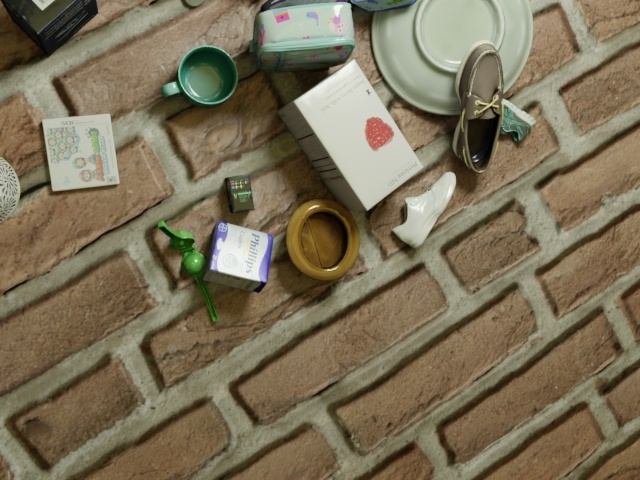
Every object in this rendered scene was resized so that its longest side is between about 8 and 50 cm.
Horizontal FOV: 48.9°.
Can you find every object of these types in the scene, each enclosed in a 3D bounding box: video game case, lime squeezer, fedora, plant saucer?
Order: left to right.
[{"bbox_3d":[-0.525,-0.193,1.548,0.143,0.019,0.157,-8,95,-15],"label":"video game case"},{"bbox_3d":[-0.289,0.045,1.585,0.058,0.110,0.310,-29,130,-11],"label":"lime squeezer"},{"bbox_3d":[0.000,0.000,1.674,0.194,0.079,0.195,1,86,-15],"label":"fedora"},{"bbox_3d":[0.324,-0.504,1.686,0.400,0.100,0.401,0,98,-3],"label":"plant saucer"}]

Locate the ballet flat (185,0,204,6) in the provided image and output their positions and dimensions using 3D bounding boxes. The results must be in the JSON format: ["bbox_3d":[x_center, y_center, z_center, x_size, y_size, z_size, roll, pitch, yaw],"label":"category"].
[{"bbox_3d":[-0.247,-0.629,1.582,0.072,0.068,0.213,30,85,-15],"label":"ballet flat"}]

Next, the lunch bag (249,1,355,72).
[{"bbox_3d":[-0.044,-0.435,1.543,0.223,0.279,0.108,-9,94,-4],"label":"lunch bag"}]

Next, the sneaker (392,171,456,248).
[{"bbox_3d":[0.256,-0.091,1.749,0.094,0.080,0.212,32,85,-3],"label":"sneaker"}]

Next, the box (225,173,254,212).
[{"bbox_3d":[-0.186,-0.108,1.625,0.052,0.062,0.083,-10,95,-14],"label":"box"}]

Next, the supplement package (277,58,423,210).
[{"bbox_3d":[0.066,-0.235,1.632,0.177,0.175,0.293,-38,102,-12],"label":"supplement package"}]

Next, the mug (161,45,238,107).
[{"bbox_3d":[-0.268,-0.364,1.572,0.157,0.097,0.130,11,90,-15],"label":"mug"}]

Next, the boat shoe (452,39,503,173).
[{"bbox_3d":[0.382,-0.309,1.672,0.116,0.097,0.325,-10,132,-10],"label":"boat shoe"}]

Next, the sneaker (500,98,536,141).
[{"bbox_3d":[0.473,-0.311,1.805,0.166,0.065,0.076,27,89,-14],"label":"sneaker"}]

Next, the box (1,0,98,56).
[{"bbox_3d":[-0.547,-0.482,1.432,0.153,0.207,0.108,-46,103,-10],"label":"box"}]

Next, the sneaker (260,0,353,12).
[{"bbox_3d":[-0.026,-0.545,1.644,0.223,0.083,0.098,-24,104,-14],"label":"sneaker"}]

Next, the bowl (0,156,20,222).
[{"bbox_3d":[-0.721,-0.106,1.465,0.170,0.080,0.170,-1,93,-16],"label":"bowl"}]

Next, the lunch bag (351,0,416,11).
[{"bbox_3d":[0.151,-0.650,1.640,0.090,0.176,0.219,10,82,-54],"label":"lunch bag"}]

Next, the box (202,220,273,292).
[{"bbox_3d":[-0.186,0.038,1.602,0.137,0.072,0.126,14,62,-16],"label":"box"}]
